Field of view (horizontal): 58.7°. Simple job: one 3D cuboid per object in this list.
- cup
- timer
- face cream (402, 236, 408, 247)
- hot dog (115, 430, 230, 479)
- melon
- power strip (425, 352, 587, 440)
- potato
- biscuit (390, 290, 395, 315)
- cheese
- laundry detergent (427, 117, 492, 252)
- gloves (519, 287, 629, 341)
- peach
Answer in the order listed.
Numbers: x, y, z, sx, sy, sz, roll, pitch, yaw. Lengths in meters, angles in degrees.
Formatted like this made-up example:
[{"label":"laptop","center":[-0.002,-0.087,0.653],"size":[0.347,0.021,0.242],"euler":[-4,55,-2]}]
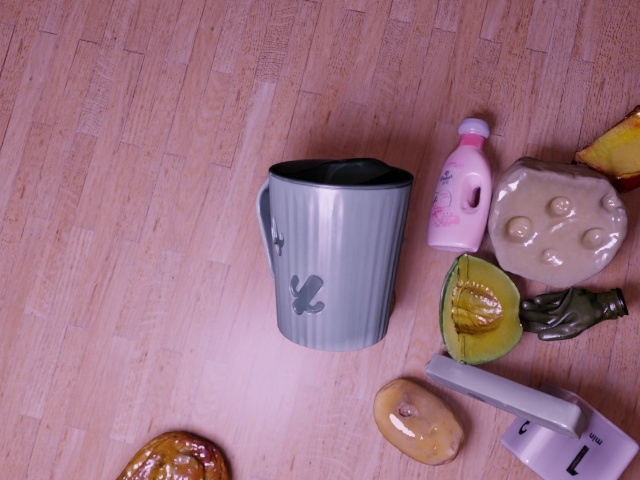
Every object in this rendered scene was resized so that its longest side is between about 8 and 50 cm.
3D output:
[{"label":"cup","center":[0.025,0.000,1.306],"size":[0.309,0.401,0.393],"euler":[-1,107,-14]},{"label":"timer","center":[0.571,0.473,1.325],"size":[0.194,0.192,0.195],"euler":[38,86,5]},{"label":"face cream","center":[0.114,-0.039,1.441],"size":[0.096,0.096,0.214],"euler":[-45,84,-3]},{"label":"hot dog","center":[-0.375,0.655,1.347],"size":[0.266,0.174,0.388],"euler":[25,85,2]},{"label":"melon","center":[0.392,0.181,1.401],"size":[0.169,0.129,0.265],"euler":[7,71,-10]},{"label":"power strip","center":[0.401,0.345,1.301],"size":[0.385,0.091,0.062],"euler":[14,67,44]},{"label":"potato","center":[0.231,0.440,1.369],"size":[0.233,0.146,0.150],"euler":[35,44,19]},{"label":"biscuit","center":[0.098,0.145,1.457],"size":[0.187,0.027,0.188],"euler":[0,86,2]},{"label":"cheese","center":[0.552,-0.050,1.356],"size":[0.317,0.115,0.327],"euler":[-26,104,26]},{"label":"laundry detergent","center":[0.360,-0.140,1.429],"size":[0.158,0.087,0.336],"euler":[5,79,43]},{"label":"gloves","center":[0.608,0.178,1.396],"size":[0.267,0.107,0.135],"euler":[-9,52,12]},{"label":"peach","center":[0.753,-0.207,1.409],"size":[0.267,0.154,0.159],"euler":[-38,75,-11]}]
